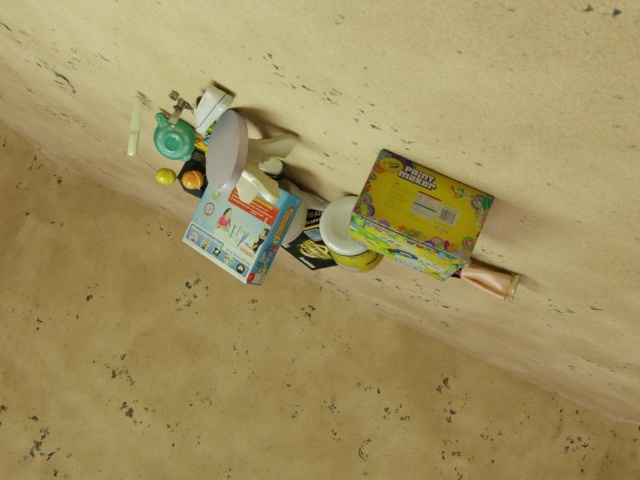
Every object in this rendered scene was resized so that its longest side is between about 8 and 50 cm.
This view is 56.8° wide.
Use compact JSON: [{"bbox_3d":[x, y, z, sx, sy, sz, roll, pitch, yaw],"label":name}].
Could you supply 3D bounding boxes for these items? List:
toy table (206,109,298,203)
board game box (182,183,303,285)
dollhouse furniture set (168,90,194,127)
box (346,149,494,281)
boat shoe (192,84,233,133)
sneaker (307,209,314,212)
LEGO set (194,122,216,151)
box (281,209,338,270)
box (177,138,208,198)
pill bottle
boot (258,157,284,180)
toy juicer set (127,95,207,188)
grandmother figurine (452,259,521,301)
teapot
[{"bbox_3d":[-0.193,-0.217,1.585,0.161,0.274,0.252,21,139,-31],"label":"toy table"},{"bbox_3d":[-0.250,-0.063,1.849,0.308,0.301,0.086,30,-173,31],"label":"board game box"},{"bbox_3d":[-0.380,-0.355,1.685,0.114,0.081,0.091,22,168,16],"label":"dollhouse furniture set"},{"bbox_3d":[0.235,-0.050,1.490,0.290,0.176,0.279,24,168,5],"label":"box"},{"bbox_3d":[-0.297,-0.354,1.569,0.076,0.083,0.226,42,152,-16],"label":"boat shoe"},{"bbox_3d":[-0.111,-0.115,2.217,0.229,0.086,0.132,12,-159,-16],"label":"sneaker"},{"bbox_3d":[-0.307,-0.296,1.777,0.093,0.087,0.227,32,167,-27],"label":"LEGO set"},{"bbox_3d":[0.000,0.000,2.186,0.257,0.079,0.322,-14,149,25],"label":"box"},{"bbox_3d":[-0.411,-0.241,2.049,0.093,0.158,0.156,26,169,1],"label":"box"},{"bbox_3d":[0.115,-0.002,1.919,0.188,0.187,0.334,22,168,16],"label":"pill bottle"},{"bbox_3d":[-0.205,-0.237,1.853,0.190,0.069,0.086,23,163,8],"label":"boot"},{"bbox_3d":[-0.489,-0.293,1.904,0.329,0.209,0.089,31,-164,-16],"label":"toy juicer set"},{"bbox_3d":[0.448,0.094,1.869,0.343,0.104,0.207,19,158,20],"label":"grandmother figurine"},{"bbox_3d":[-0.144,-0.072,1.985,0.256,0.252,0.187,9,153,38],"label":"teapot"}]
